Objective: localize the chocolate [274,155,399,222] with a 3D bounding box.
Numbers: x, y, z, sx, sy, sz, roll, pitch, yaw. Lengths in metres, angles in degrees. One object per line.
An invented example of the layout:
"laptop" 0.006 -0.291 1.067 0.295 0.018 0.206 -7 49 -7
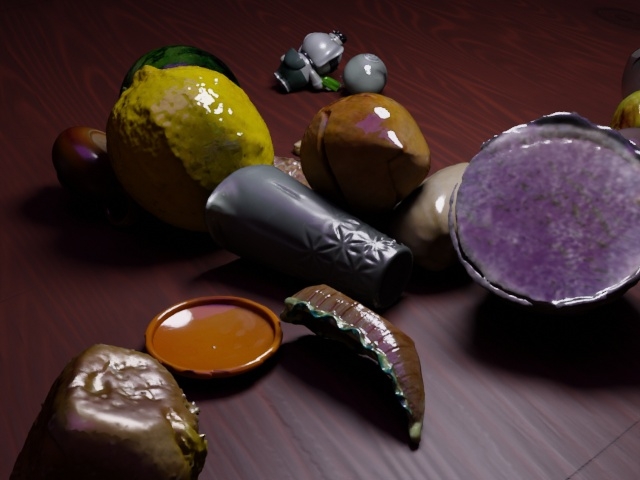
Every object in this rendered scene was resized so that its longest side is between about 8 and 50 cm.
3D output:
"chocolate" 0.042 -0.087 1.685 0.329 0.065 0.102 14 57 23

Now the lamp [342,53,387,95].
"lamp" 0.103 -0.375 2.160 0.105 0.105 0.105 -1 29 0

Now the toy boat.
"toy boat" 0.062 0.146 1.248 0.099 0.108 0.293 -46 49 -7

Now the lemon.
"lemon" -0.212 -0.147 1.587 0.268 0.322 0.268 -39 10 8

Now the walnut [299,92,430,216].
"walnut" 0.071 -0.145 1.517 0.203 0.203 0.298 -11 4 -17

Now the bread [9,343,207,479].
"bread" -0.214 0.247 0.950 0.176 0.246 0.195 22 20 -16

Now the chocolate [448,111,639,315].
"chocolate" 0.347 -0.005 1.380 0.303 0.213 0.303 -6 66 13

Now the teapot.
"teapot" -0.394 -0.105 1.690 0.178 0.135 0.252 10 33 -50

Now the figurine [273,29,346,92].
"figurine" -0.016 -0.423 2.218 0.192 0.126 0.147 -39 50 -2

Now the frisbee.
"frisbee" -0.148 0.139 1.317 0.192 0.035 0.192 0 30 0

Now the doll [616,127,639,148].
"doll" 0.574 -0.119 1.675 0.182 0.117 0.257 -6 30 -12

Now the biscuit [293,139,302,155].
"biscuit" 0.062 -0.165 1.864 0.153 0.030 0.234 -19 34 -26

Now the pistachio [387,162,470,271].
"pistachio" 0.199 -0.039 1.519 0.153 0.137 0.238 22 41 24

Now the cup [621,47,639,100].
"cup" 0.787 -0.329 1.993 0.280 0.196 0.196 -4 28 -24

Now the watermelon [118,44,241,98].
"watermelon" -0.267 -0.253 1.812 0.243 0.242 0.242 -1 29 0

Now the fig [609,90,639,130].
"fig" 0.643 -0.227 1.832 0.165 0.154 0.144 -46 61 -5

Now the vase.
"vase" 0.000 0.000 1.473 0.301 0.156 0.251 26 16 30
